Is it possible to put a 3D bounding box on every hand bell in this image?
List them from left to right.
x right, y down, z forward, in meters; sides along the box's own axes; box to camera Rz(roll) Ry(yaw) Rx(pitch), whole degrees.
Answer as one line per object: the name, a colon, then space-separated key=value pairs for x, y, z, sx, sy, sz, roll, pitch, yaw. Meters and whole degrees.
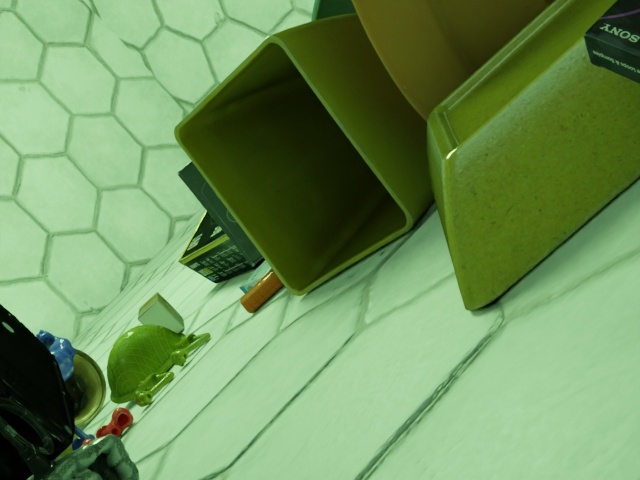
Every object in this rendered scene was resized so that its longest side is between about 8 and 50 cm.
hand bell: x=-0.404 y=0.263 z=1.804 sx=0.126 sy=0.126 sz=0.242 roll=-49 pitch=-3 yaw=-36

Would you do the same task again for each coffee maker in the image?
coffee maker: x=-0.249 y=0.131 z=0.731 sx=0.178 sy=0.120 sz=0.171 roll=-41 pitch=9 yaw=2

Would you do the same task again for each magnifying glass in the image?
magnifying glass: x=0.000 y=0.000 z=1.368 sx=0.231 sy=0.026 sz=0.092 roll=-40 pitch=8 yaw=10

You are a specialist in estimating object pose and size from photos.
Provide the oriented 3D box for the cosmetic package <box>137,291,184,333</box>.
cosmetic package: x=-0.235 y=0.115 z=1.787 sx=0.041 sy=0.060 sz=0.115 roll=-44 pitch=9 yaw=-3

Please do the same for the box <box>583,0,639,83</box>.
box: x=0.237 y=-0.137 z=0.652 sx=0.162 sy=0.029 sz=0.116 roll=-46 pitch=47 yaw=-10

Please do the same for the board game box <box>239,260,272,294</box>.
board game box: x=-0.050 y=0.027 z=1.472 sx=0.090 sy=0.020 sz=0.090 roll=-46 pitch=8 yaw=-22

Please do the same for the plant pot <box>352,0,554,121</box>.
plant pot: x=0.164 y=-0.263 z=1.100 sx=0.203 sy=0.291 sz=0.291 roll=-21 pitch=17 yaw=26

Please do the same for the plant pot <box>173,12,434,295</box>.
plant pot: x=0.022 y=-0.107 z=1.203 sx=0.187 sy=0.212 sz=0.212 roll=-40 pitch=4 yaw=-39

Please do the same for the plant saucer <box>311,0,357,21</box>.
plant saucer: x=0.115 y=-0.273 z=1.356 sx=0.317 sy=0.317 sz=0.044 roll=-43 pitch=51 yaw=-1

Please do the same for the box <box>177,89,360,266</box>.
box: x=-0.026 y=-0.099 z=1.450 sx=0.165 sy=0.143 sz=0.270 roll=-38 pitch=2 yaw=21

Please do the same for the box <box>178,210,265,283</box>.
box: x=-0.085 y=-0.078 z=1.761 sx=0.257 sy=0.079 sz=0.322 roll=-61 pitch=12 yaw=-15

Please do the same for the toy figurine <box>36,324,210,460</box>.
toy figurine: x=-0.338 y=0.166 z=1.457 sx=0.362 sy=0.217 sz=0.191 roll=-48 pitch=9 yaw=-25

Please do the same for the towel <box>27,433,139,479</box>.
towel: x=-0.220 y=0.269 z=0.715 sx=0.235 sy=0.121 sz=0.283 roll=-35 pitch=10 yaw=39

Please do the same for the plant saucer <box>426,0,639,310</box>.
plant saucer: x=0.192 y=-0.124 z=0.855 sx=0.333 sy=0.081 sz=0.333 roll=-43 pitch=8 yaw=10
